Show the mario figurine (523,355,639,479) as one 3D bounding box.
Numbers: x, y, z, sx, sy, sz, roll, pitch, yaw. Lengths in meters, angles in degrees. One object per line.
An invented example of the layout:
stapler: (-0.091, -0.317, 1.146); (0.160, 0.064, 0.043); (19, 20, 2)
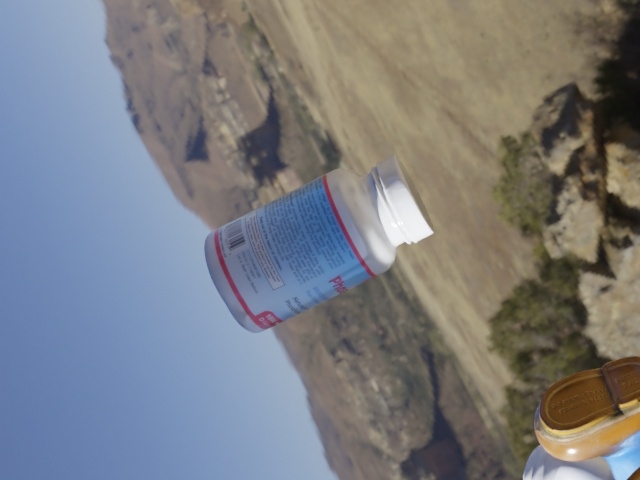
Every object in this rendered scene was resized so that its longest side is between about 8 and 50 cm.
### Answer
mario figurine: (0.217, 0.233, 0.659); (0.320, 0.170, 0.198); (58, -147, -33)

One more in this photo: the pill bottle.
pill bottle: (0.000, 0.000, 0.797); (0.087, 0.160, 0.087); (60, -169, -20)
